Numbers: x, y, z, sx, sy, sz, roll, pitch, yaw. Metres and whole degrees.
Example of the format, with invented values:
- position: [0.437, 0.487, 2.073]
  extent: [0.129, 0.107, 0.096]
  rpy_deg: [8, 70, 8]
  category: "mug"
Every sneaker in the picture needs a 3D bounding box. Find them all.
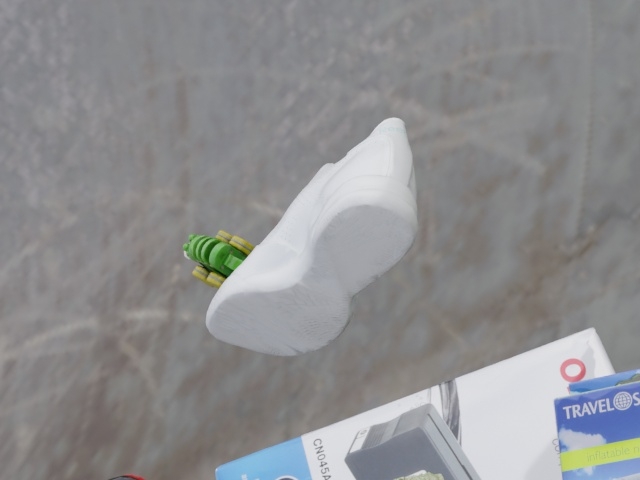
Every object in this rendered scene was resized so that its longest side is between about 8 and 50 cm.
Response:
- position: [0.000, 0.000, 0.968]
  extent: [0.212, 0.080, 0.094]
  rpy_deg: [-41, 31, 45]
  category: "sneaker"

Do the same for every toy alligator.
- position: [-0.121, 0.012, 1.587]
  extent: [0.056, 0.051, 0.189]
  rpy_deg: [-58, 28, -8]
  category: "toy alligator"

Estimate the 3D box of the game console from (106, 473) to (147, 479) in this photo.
- position: [-0.116, 0.361, 0.735]
  extent: [0.386, 0.342, 0.060]
  rpy_deg: [-43, 4, -4]
  category: "game console"

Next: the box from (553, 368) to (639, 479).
- position: [0.221, 0.166, 1.016]
  extent: [0.109, 0.042, 0.178]
  rpy_deg: [-15, 63, 24]
  category: "box"

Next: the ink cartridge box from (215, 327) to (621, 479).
- position: [0.132, 0.292, 1.388]
  extent: [0.395, 0.166, 0.285]
  rpy_deg: [-21, 51, 4]
  category: "ink cartridge box"

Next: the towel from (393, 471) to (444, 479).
- position: [0.047, 0.242, 1.181]
  extent: [0.027, 0.148, 0.110]
  rpy_deg: [94, 155, -48]
  category: "towel"
